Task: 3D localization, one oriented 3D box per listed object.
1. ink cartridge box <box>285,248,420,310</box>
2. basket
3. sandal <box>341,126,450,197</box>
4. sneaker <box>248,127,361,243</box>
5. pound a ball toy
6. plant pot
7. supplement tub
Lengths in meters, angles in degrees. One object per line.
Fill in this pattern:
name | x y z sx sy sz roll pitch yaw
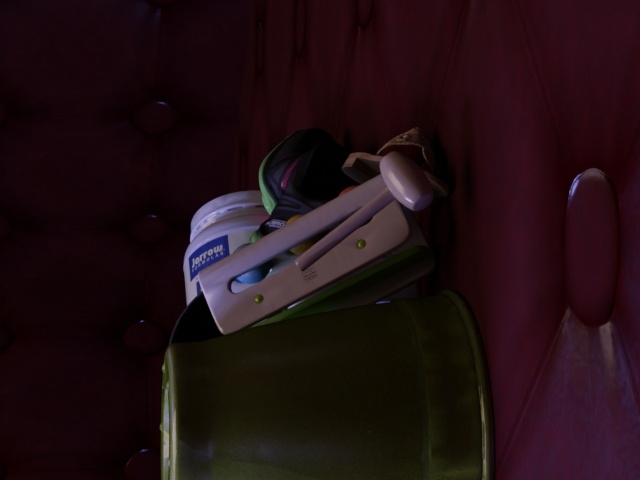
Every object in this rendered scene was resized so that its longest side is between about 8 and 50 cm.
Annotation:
ink cartridge box | 0.030 0.094 1.950 0.237 0.172 0.100 108 159 -60
basket | -0.133 0.186 1.961 0.227 0.154 0.204 101 -169 -66
sandal | 0.106 -0.113 1.788 0.079 0.088 0.240 -60 23 -9
sneaker | 0.010 -0.067 2.211 0.202 0.185 0.483 -43 19 19
pound a ball toy | 0.000 0.000 1.720 0.136 0.319 0.208 66 -170 28
plant pot | -0.013 0.243 1.655 0.366 0.352 0.367 180 90 -80
supplement tub | -0.110 0.103 2.342 0.235 0.235 0.325 105 160 -56
